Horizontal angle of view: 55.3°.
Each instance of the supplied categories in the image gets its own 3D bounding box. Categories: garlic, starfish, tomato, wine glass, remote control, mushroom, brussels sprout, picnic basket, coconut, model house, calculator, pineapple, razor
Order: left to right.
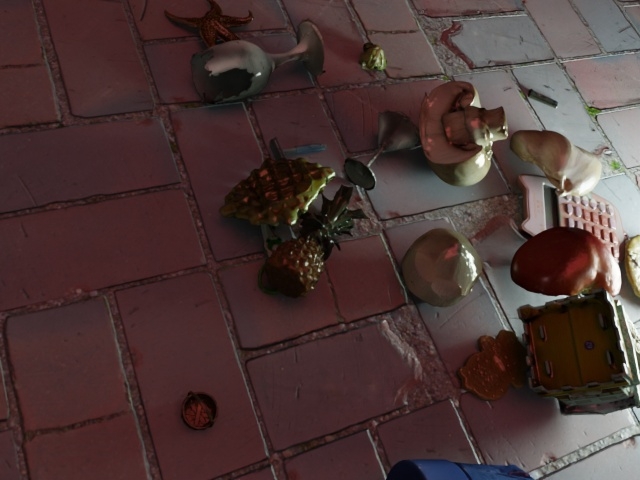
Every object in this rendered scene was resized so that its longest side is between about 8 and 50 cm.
[{"bbox_3d":[-0.212,0.299,1.081,0.072,0.083,0.072,7,62,-13],"label":"picnic basket"},{"bbox_3d":[-0.271,-0.532,1.510,0.238,0.057,0.213,13,53,-11],"label":"starfish"},{"bbox_3d":[-0.143,-0.419,1.446,0.321,0.143,0.143,-26,74,-24],"label":"wine glass"},{"bbox_3d":[-0.046,-0.213,1.427,0.135,0.040,0.068,-13,68,-27],"label":"razor"},{"bbox_3d":[0.000,0.000,1.267,0.130,0.119,0.277,25,49,14],"label":"pineapple"},{"bbox_3d":[0.141,-0.493,1.616,0.085,0.058,0.085,13,44,-12],"label":"brussels sprout"},{"bbox_3d":[0.136,-0.210,1.440,0.122,0.122,0.183,40,64,5],"label":"wine glass"},{"bbox_3d":[0.263,0.056,1.305,0.161,0.162,0.161,7,62,-13],"label":"coconut"},{"bbox_3d":[0.350,-0.243,1.465,0.195,0.189,0.253,-10,66,18],"label":"mushroom"},{"bbox_3d":[0.637,-0.406,1.743,0.091,0.016,0.034,21,55,-7],"label":"remote control"},{"bbox_3d":[0.613,-0.206,1.546,0.217,0.110,0.228,11,38,-21],"label":"garlic"},{"bbox_3d":[0.551,0.042,1.368,0.233,0.200,0.139,1,106,-19],"label":"tomato"},{"bbox_3d":[0.637,-0.047,1.544,0.330,0.048,0.220,15,59,-12],"label":"calculator"},{"bbox_3d":[0.542,0.234,1.267,0.215,0.198,0.224,31,48,-46],"label":"model house"}]

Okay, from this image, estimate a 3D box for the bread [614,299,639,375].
[{"bbox_3d":[0.700,0.224,1.404,0.152,0.077,0.105,36,58,0],"label":"bread"}]

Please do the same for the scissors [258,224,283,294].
[{"bbox_3d":[-0.101,0.015,1.295,0.101,0.027,0.204,-8,68,-25],"label":"scissors"}]

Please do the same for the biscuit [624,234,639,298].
[{"bbox_3d":[0.851,0.083,1.538,0.220,0.033,0.219,8,65,-19],"label":"biscuit"}]

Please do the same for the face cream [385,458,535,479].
[{"bbox_3d":[0.242,0.497,1.023,0.225,0.249,0.249,6,62,-17],"label":"face cream"}]

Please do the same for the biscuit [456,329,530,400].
[{"bbox_3d":[0.379,0.272,1.309,0.133,0.027,0.184,40,61,5],"label":"biscuit"}]

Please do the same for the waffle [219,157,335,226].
[{"bbox_3d":[-0.095,-0.111,1.286,0.204,0.054,0.223,8,44,34],"label":"waffle"}]
